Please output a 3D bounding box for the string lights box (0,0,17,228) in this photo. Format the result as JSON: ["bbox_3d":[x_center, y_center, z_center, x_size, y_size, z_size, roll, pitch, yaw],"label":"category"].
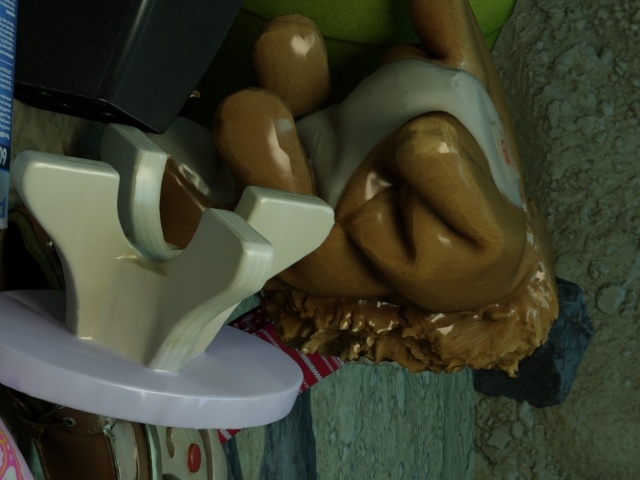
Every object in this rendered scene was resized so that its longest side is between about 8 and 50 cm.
[{"bbox_3d":[-0.274,-0.141,1.154,0.133,0.077,0.259,15,77,-74],"label":"string lights box"}]

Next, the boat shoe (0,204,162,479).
[{"bbox_3d":[-0.213,0.120,1.347,0.104,0.111,0.307,-6,83,-63],"label":"boat shoe"}]

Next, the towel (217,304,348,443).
[{"bbox_3d":[-0.041,0.121,1.736,0.031,0.275,0.199,58,-2,30],"label":"towel"}]

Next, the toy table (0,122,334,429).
[{"bbox_3d":[-0.119,0.027,1.220,0.274,0.252,0.160,4,111,-44],"label":"toy table"}]

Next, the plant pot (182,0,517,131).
[{"bbox_3d":[0.006,-0.183,1.678,0.366,0.367,0.353,-63,167,-57],"label":"plant pot"}]

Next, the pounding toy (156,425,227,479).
[{"bbox_3d":[-0.128,0.189,1.556,0.154,0.155,0.269,-72,155,-53],"label":"pounding toy"}]

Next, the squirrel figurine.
[{"bbox_3d":[0.000,0.000,1.464,0.281,0.371,0.397,-89,155,-46],"label":"squirrel figurine"}]

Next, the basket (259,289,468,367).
[{"bbox_3d":[0.083,-0.039,2.092,0.328,0.267,0.331,69,29,-56],"label":"basket"}]

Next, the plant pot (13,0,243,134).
[{"bbox_3d":[-0.181,-0.186,1.317,0.188,0.188,0.167,33,71,-72],"label":"plant pot"}]

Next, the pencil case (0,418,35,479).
[{"bbox_3d":[-0.267,0.142,1.130,0.124,0.124,0.284,-71,155,-47],"label":"pencil case"}]
